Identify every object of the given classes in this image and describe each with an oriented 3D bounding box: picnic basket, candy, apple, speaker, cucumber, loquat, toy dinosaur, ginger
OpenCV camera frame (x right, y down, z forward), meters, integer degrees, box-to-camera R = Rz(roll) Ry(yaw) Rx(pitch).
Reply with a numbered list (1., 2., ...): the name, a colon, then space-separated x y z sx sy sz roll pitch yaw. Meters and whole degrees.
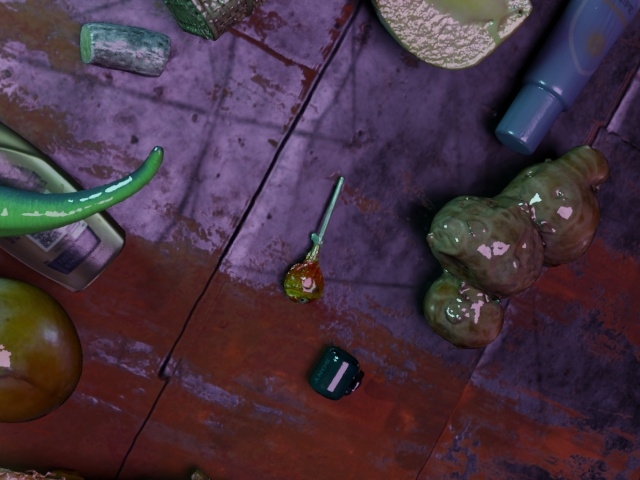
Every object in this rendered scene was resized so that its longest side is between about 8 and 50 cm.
1. picnic basket: -0.110 -0.362 1.237 0.196 0.154 0.134 -38 117 -9
2. candy: 0.000 0.000 1.460 0.061 0.060 0.200 20 90 -28
3. apple: 0.157 -0.369 1.381 0.193 0.120 0.265 -37 115 4
4. speaker: 0.034 0.213 1.527 0.094 0.060 0.075 30 93 -29
5. cucumber: -0.250 -0.247 1.260 0.112 0.064 0.064 9 101 -23
6. loquat: -0.393 0.142 1.238 0.179 0.179 0.227 -42 149 -8
7. toy dinosaur: -0.476 -0.110 1.102 0.500 0.144 0.374 -30 116 6
8. ginger: 0.306 -0.007 1.532 0.375 0.176 0.256 -39 135 -12

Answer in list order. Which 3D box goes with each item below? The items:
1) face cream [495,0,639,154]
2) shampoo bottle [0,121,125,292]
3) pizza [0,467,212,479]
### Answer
1. face cream: 0.401 -0.307 1.529 0.136 0.086 0.385 37 84 -28
2. shampoo bottle: -0.406 -0.076 1.226 0.125 0.084 0.350 -45 117 5
3. pizza: -0.362 0.504 1.426 0.435 0.080 0.391 13 99 -26
